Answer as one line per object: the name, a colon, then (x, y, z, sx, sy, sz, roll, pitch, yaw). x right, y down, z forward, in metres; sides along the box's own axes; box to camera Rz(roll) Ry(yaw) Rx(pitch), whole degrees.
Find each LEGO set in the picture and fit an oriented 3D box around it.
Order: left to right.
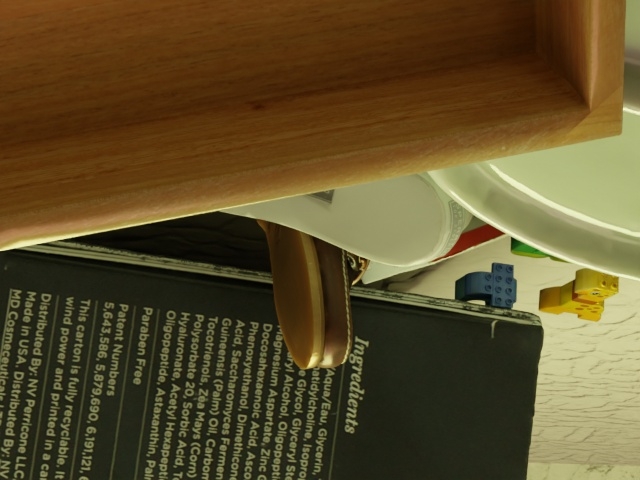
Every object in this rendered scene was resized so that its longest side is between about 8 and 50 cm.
LEGO set: (0.200, 0.018, 1.028, 0.227, 0.087, 0.093, 8, 162, -14)

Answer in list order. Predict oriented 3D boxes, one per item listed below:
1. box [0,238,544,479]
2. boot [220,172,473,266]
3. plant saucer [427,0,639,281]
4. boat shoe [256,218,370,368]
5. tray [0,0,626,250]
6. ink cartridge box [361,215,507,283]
box: (-0.117, 0.174, 1.125, 0.471, 0.297, 0.480, 7, 175, -13)
boot: (-0.013, -0.064, 0.823, 0.258, 0.095, 0.123, 26, -156, 12)
plant saucer: (0.160, -0.062, 0.607, 0.400, 0.101, 0.400, 20, 163, 6)
boat shoe: (0.000, 0.000, 0.861, 0.073, 0.207, 0.073, 4, 140, -21)
tray: (-0.105, -0.103, 0.402, 0.410, 0.076, 0.203, -11, 122, -6)
ink cartridge box: (0.117, -0.019, 0.879, 0.145, 0.045, 0.179, -20, 176, -24)
